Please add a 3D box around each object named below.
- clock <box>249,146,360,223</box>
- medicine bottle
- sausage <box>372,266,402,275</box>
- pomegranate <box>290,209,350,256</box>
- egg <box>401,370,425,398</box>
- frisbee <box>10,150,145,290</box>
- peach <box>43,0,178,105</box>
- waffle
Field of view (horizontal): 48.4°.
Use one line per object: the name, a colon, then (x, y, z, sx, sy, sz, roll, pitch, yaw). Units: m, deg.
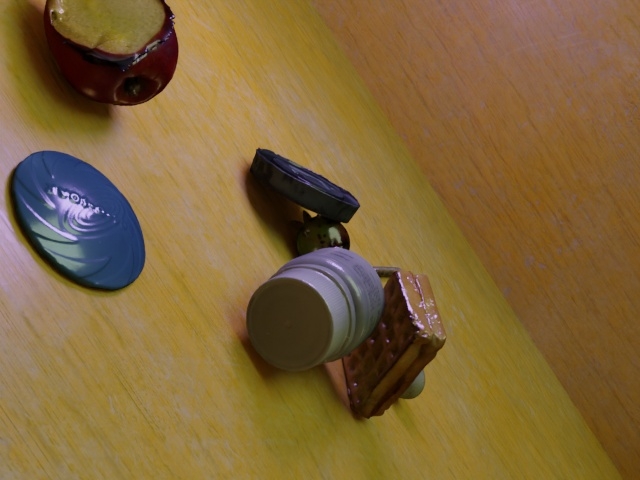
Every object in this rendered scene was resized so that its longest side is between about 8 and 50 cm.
clock: (-0.044, -0.151, 1.957, 0.325, 0.067, 0.325, 28, 11, -6)
medicine bottle: (-0.009, 0.151, 1.582, 0.245, 0.245, 0.306, 60, 23, 6)
sausage: (0.221, 0.104, 2.394, 0.269, 0.032, 0.033, 6, 54, -62)
pomegranate: (0.005, -0.010, 1.959, 0.156, 0.156, 0.220, 43, 22, -31)
egg: (0.223, 0.361, 1.953, 0.152, 0.114, 0.114, 57, 22, 14)
frisbee: (-0.413, -0.046, 1.271, 0.289, 0.049, 0.290, 45, 25, -28)
peach: (-0.454, -0.423, 1.502, 0.257, 0.201, 0.362, -27, 66, -30)
waffle: (0.165, 0.251, 1.708, 0.098, 0.328, 0.224, 13, 39, -21)
